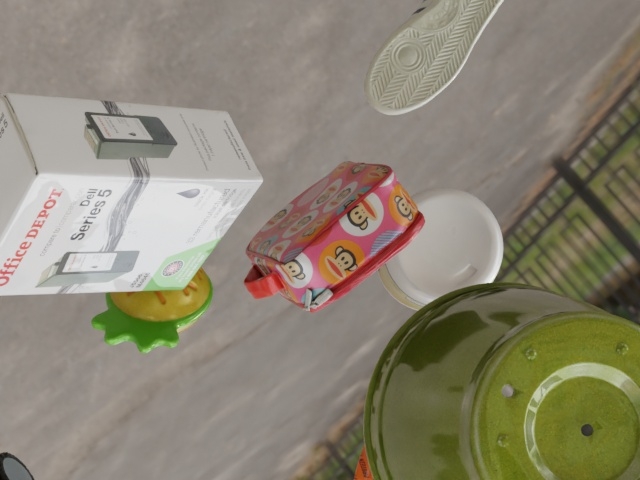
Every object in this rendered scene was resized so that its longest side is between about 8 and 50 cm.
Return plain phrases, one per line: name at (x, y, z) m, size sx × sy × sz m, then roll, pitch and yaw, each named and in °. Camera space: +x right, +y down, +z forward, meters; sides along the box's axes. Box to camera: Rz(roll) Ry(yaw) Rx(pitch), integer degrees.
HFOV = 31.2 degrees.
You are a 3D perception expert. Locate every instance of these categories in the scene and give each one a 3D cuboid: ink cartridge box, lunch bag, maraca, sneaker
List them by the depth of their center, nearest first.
ink cartridge box at (-0.232, -0.043, 1.210) m, size 0.273 × 0.115 × 0.198 m, roll -1°, pitch 142°, yaw -42°
maraca at (-0.201, 0.073, 1.380) m, size 0.186 × 0.127 × 0.099 m, roll -66°, pitch 163°, yaw -56°
lunch bag at (0.000, 0.000, 1.686) m, size 0.258 × 0.120 × 0.293 m, roll -39°, pitch -166°, yaw -8°
sneaker at (0.204, -0.353, 1.941) m, size 0.350 × 0.131 × 0.148 m, roll -48°, pitch -175°, yaw 2°

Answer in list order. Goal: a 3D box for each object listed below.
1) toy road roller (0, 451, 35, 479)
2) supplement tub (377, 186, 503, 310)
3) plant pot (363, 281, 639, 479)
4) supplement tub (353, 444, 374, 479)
toy road roller at (-0.523, 0.468, 1.699) m, size 0.202 × 0.240 × 0.329 m, roll -38°, pitch 165°, yaw 5°
supplement tub at (0.228, 0.026, 2.281) m, size 0.228 × 0.228 × 0.316 m, roll -37°, pitch 176°, yaw -5°
plant pot at (0.248, 0.211, 1.285) m, size 0.366 × 0.366 × 0.353 m, roll -36°, pitch 176°, yaw -8°
supplement tub at (0.234, 0.408, 1.838) m, size 0.207 × 0.338 × 0.207 m, roll 14°, pitch 90°, yaw -73°
